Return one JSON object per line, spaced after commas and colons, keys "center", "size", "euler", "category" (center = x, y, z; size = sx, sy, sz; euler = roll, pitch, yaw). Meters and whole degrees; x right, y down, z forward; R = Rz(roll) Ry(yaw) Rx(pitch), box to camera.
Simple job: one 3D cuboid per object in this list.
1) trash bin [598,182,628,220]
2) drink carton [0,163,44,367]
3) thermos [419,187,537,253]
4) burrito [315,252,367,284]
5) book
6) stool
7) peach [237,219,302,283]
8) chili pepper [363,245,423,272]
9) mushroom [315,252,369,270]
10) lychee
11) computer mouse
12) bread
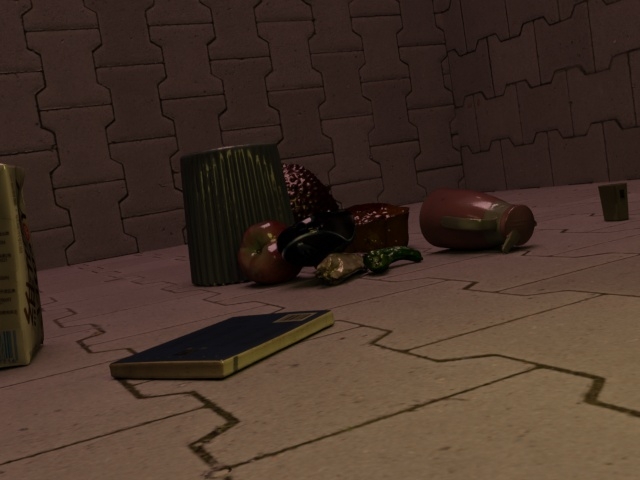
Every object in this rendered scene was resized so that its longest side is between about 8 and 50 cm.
{"center": [0.744, -0.097, 1.875], "size": [0.043, 0.092, 0.061], "euler": [-12, 5, -24], "category": "trash bin"}
{"center": [-0.538, 0.041, 1.204], "size": [0.132, 0.324, 0.194], "euler": [-6, 6, -14], "category": "drink carton"}
{"center": [0.352, -0.043, 1.687], "size": [0.177, 0.145, 0.265], "euler": [-4, 7, -29], "category": "thermos"}
{"center": [0.047, 0.058, 1.573], "size": [0.058, 0.063, 0.229], "euler": [-48, -14, 12], "category": "burrito"}
{"center": [-0.127, 0.141, 1.025], "size": [0.191, 0.025, 0.269], "euler": [-7, 5, 31], "category": "book"}
{"center": [-0.209, -0.071, 1.899], "size": [0.297, 0.329, 0.297], "euler": [-8, 5, 1], "category": "stool"}
{"center": [-0.104, 0.031, 1.687], "size": [0.152, 0.152, 0.152], "euler": [-9, 5, 1], "category": "peach"}
{"center": [0.148, 0.039, 1.610], "size": [0.073, 0.050, 0.182], "euler": [-14, -2, 38], "category": "chili pepper"}
{"center": [0.063, 0.044, 1.759], "size": [0.187, 0.061, 0.060], "euler": [3, 19, 3], "category": "mushroom"}
{"center": [-0.083, -0.081, 2.156], "size": [0.304, 0.275, 0.276], "euler": [-40, 21, -30], "category": "lychee"}
{"center": [0.000, 0.000, 1.609], "size": [0.137, 0.096, 0.233], "euler": [-38, -11, 27], "category": "computer mouse"}
{"center": [0.116, -0.028, 1.954], "size": [0.247, 0.135, 0.232], "euler": [-8, 5, 8], "category": "bread"}
